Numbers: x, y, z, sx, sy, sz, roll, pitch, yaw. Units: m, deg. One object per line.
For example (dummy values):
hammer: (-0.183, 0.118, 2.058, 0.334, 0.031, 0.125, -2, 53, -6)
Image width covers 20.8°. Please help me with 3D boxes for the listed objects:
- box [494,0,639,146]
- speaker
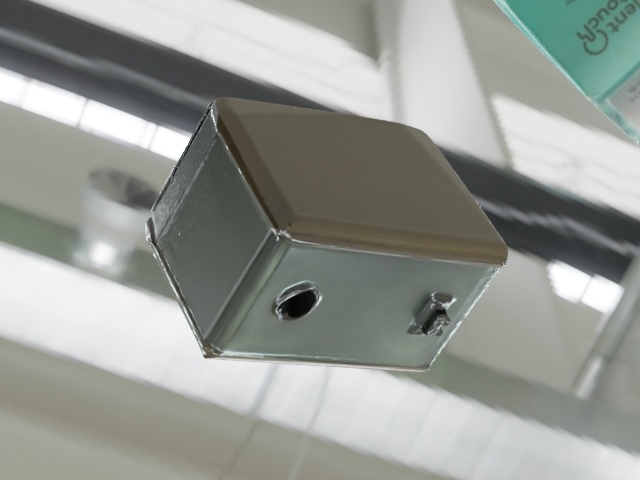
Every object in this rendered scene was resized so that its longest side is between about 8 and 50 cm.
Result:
box: (0.164, -0.230, 1.032, 0.311, 0.205, 0.118, 54, -163, 27)
speaker: (0.000, 0.000, 1.438, 0.231, 0.153, 0.192, 7, -141, -37)
